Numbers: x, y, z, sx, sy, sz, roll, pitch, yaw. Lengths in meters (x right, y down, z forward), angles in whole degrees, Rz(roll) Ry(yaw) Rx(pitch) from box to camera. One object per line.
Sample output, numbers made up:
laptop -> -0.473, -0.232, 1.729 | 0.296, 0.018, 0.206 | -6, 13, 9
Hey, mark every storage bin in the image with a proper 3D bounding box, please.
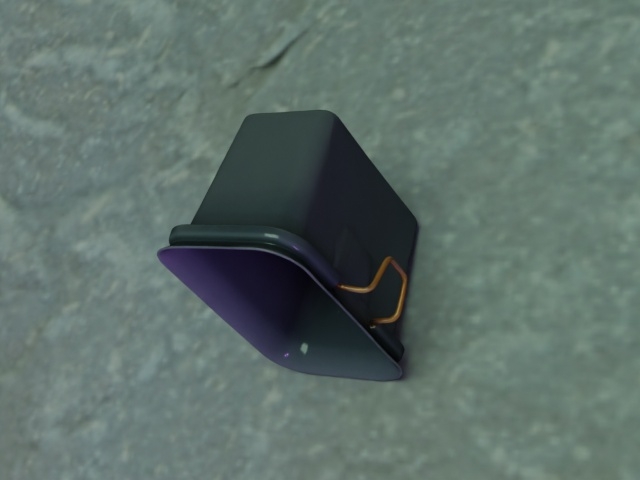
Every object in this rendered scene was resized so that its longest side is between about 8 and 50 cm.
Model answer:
storage bin -> 0.000, 0.000, 0.566 | 0.098, 0.135, 0.091 | 1, 60, 34
